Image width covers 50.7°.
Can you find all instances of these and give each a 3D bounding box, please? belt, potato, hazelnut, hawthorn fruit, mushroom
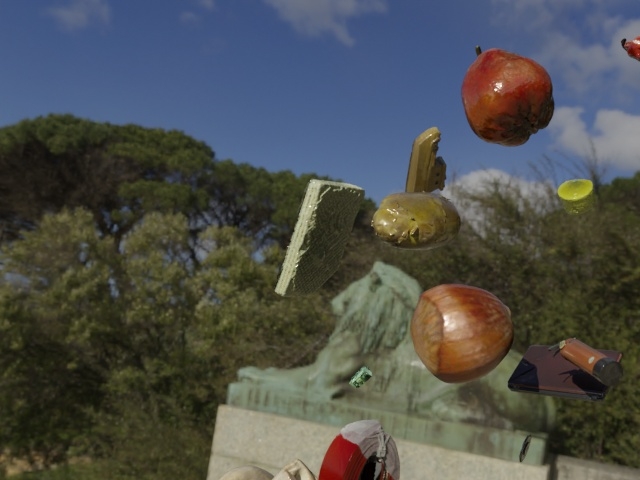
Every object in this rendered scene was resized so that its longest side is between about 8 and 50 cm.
[{"bbox_3d":[0.113,0.682,1.947,0.227,0.324,0.115,13,-5,-37],"label":"belt"},{"bbox_3d":[0.248,-0.054,1.750,0.191,0.141,0.296,34,32,29],"label":"potato"},{"bbox_3d":[0.285,0.182,1.358,0.214,0.214,0.176,6,-35,19],"label":"hazelnut"},{"bbox_3d":[0.445,-0.366,1.648,0.224,0.261,0.224,-20,-25,-10],"label":"hawthorn fruit"},{"bbox_3d":[-0.140,0.697,1.741,0.292,0.290,0.292,30,28,-18],"label":"mushroom"}]

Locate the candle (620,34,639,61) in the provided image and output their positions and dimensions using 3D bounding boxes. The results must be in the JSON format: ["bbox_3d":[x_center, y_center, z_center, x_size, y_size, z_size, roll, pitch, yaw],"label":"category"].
[{"bbox_3d":[0.625,-0.335,1.225,0.059,0.084,0.301,51,8,-22],"label":"candle"}]

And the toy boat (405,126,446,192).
[{"bbox_3d":[0.361,-0.227,2.257,0.121,0.321,0.089,-2,36,-8],"label":"toy boat"}]

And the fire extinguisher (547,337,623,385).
[{"bbox_3d":[0.503,0.226,1.295,0.050,0.062,0.177,53,-4,-15],"label":"fire extinguisher"}]

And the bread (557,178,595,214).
[{"bbox_3d":[0.979,-0.165,2.580,0.129,0.111,0.114,3,-44,42],"label":"bread"}]

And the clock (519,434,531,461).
[{"bbox_3d":[0.527,0.534,1.735,0.010,0.074,0.083,17,-4,30],"label":"clock"}]

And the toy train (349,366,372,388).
[{"bbox_3d":[0.128,0.438,2.152,0.033,0.083,0.053,40,13,-9],"label":"toy train"}]

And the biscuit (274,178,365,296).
[{"bbox_3d":[0.000,0.000,1.395,0.052,0.252,0.150,29,15,37],"label":"biscuit"}]

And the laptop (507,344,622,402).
[{"bbox_3d":[0.528,0.283,1.460,0.207,0.026,0.154,-2,28,41],"label":"laptop"}]
